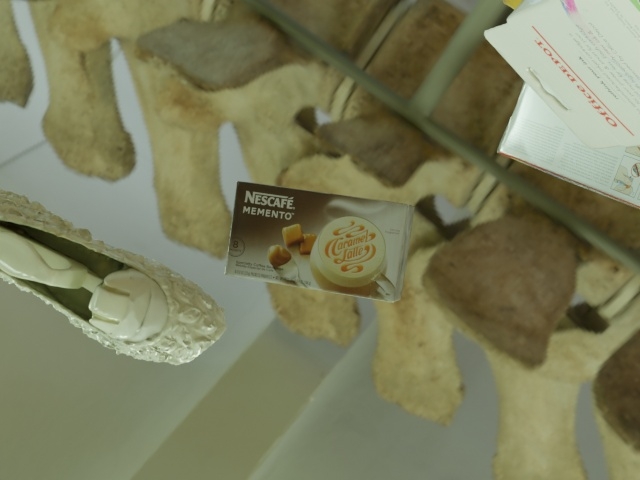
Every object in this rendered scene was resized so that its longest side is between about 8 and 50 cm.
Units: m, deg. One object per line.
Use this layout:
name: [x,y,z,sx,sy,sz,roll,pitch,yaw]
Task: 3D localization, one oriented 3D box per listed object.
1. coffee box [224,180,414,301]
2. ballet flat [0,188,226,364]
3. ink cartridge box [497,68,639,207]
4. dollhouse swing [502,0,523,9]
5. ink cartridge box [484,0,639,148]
coffee box: [0.000,0.000,1.569,0.246,0.141,0.098,9,-178,11]
ballet flat: [-0.331,0.062,1.513,0.409,0.147,0.147,26,-143,2]
ink cartridge box: [0.444,-0.102,1.443,0.271,0.130,0.309,14,-170,-35]
dollhouse swing: [0.472,-0.410,1.574,0.305,0.315,0.347,-13,-153,-13]
ink cartridge box: [0.332,-0.209,1.105,0.207,0.353,0.119,44,-101,-12]
